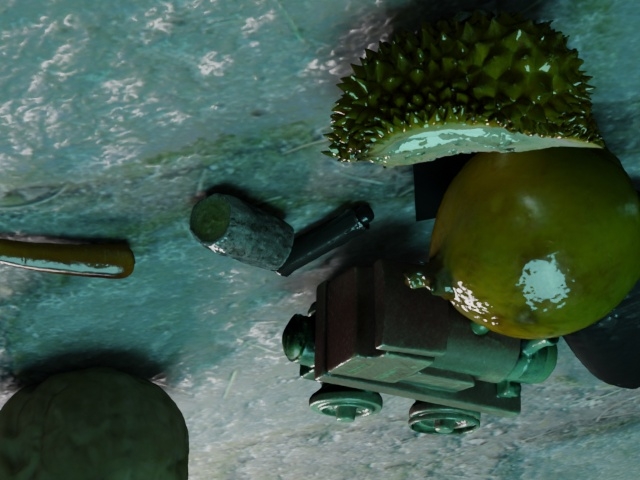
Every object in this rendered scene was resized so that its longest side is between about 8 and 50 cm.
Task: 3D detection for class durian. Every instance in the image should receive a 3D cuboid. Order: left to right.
[{"bbox_3d":[0.115,-0.134,1.420,0.250,0.183,0.138,-11,111,9],"label":"durian"}]

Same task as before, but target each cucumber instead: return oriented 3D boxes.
[{"bbox_3d":[-0.078,-0.006,1.626,0.064,0.064,0.112,-30,145,29],"label":"cucumber"}]

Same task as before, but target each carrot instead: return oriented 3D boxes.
[{"bbox_3d":[-0.281,0.015,1.630,0.190,0.037,0.037,6,145,-20],"label":"carrot"}]

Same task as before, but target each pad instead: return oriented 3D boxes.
[{"bbox_3d":[0.156,-0.081,1.622,0.127,0.004,0.190,-9,147,0],"label":"pad"}]

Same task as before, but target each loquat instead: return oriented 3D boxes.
[{"bbox_3d":[0.196,0.004,1.570,0.246,0.213,0.213,-21,149,-12],"label":"loquat"}]

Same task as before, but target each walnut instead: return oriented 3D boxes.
[{"bbox_3d":[-0.267,0.270,1.856,0.248,0.248,0.248,-7,147,-4],"label":"walnut"}]

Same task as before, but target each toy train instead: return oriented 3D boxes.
[{"bbox_3d":[0.119,0.119,1.762,0.304,0.150,0.221,12,155,-28],"label":"toy train"}]

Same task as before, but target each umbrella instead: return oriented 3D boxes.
[{"bbox_3d":[0.001,0.000,1.685,0.133,0.031,0.036,-29,169,27],"label":"umbrella"}]

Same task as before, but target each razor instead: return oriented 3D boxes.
[{"bbox_3d":[0.350,0.065,1.801,0.189,0.107,0.327,-26,144,17],"label":"razor"}]
